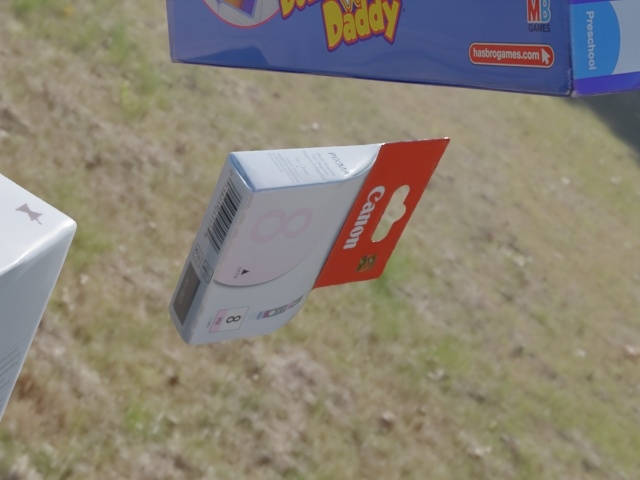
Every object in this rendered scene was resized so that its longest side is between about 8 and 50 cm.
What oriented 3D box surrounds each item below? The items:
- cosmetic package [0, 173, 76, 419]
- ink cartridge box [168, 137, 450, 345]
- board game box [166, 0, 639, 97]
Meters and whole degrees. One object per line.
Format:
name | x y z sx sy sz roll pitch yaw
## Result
cosmetic package | -0.399 0.159 1.120 0.161 0.453 0.230 31 28 7
ink cartridge box | 0.000 0.000 1.121 0.232 0.189 0.066 -3 47 -30
board game box | 0.025 -0.191 0.562 0.078 0.233 0.347 -10 14 -27
